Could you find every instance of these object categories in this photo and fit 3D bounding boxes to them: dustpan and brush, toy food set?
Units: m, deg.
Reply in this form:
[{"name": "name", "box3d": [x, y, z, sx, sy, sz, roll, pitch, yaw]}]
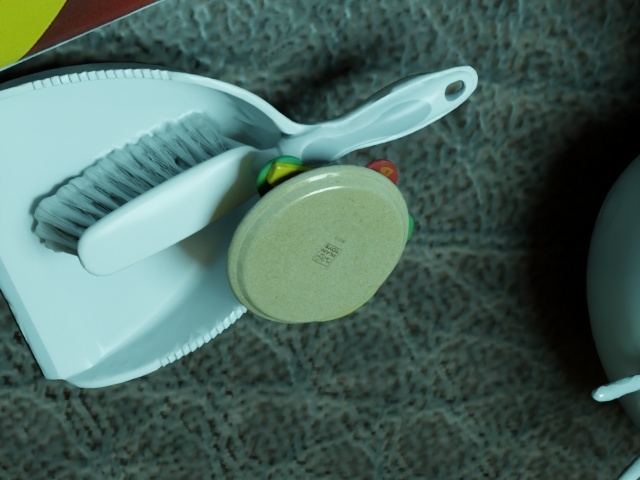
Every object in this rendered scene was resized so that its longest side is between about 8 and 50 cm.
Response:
[{"name": "dustpan and brush", "box3d": [-0.036, -0.030, 0.779, 0.211, 0.060, 0.147, -28, 122, -11]}, {"name": "toy food set", "box3d": [0.000, 0.000, 0.776, 0.083, 0.020, 0.082, 9, 122, -32]}]

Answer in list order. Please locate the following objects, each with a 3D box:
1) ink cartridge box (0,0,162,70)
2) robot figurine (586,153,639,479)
[{"name": "ink cartridge box", "box3d": [-0.153, -0.210, 0.596, 0.272, 0.130, 0.309, -26, 122, -13]}, {"name": "robot figurine", "box3d": [0.268, -0.004, 0.853, 0.353, 0.200, 0.300, -34, 138, -7]}]
